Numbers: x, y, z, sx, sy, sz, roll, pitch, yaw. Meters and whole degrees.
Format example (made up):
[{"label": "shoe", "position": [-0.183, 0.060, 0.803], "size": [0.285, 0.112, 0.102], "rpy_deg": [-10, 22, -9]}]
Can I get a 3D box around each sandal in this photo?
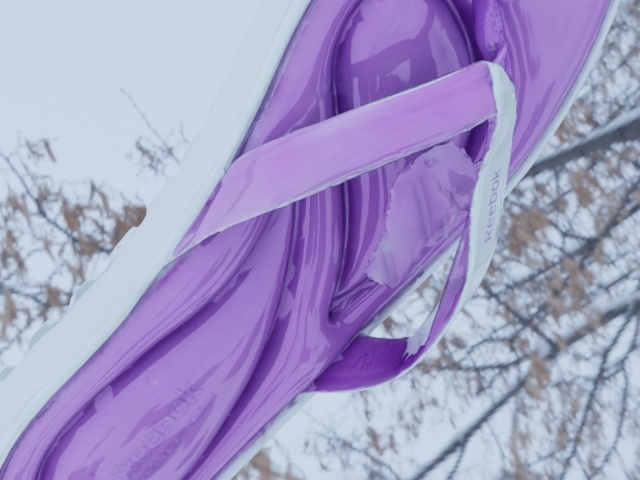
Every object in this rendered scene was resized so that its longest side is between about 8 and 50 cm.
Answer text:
[{"label": "sandal", "position": [0.010, 0.005, 0.492], "size": [0.169, 0.102, 0.416], "rpy_deg": [29, -77, -42]}]
